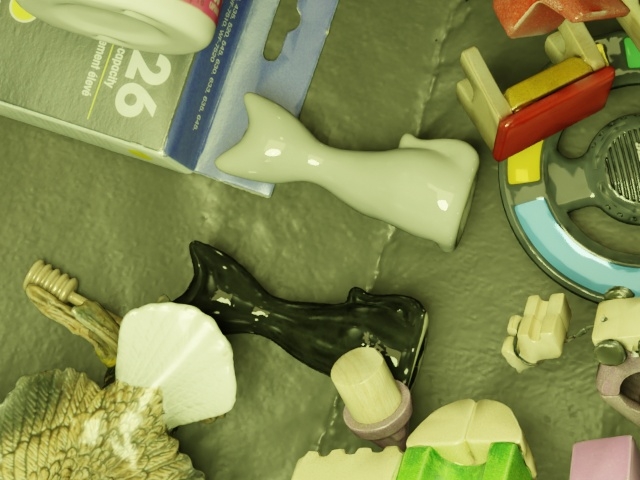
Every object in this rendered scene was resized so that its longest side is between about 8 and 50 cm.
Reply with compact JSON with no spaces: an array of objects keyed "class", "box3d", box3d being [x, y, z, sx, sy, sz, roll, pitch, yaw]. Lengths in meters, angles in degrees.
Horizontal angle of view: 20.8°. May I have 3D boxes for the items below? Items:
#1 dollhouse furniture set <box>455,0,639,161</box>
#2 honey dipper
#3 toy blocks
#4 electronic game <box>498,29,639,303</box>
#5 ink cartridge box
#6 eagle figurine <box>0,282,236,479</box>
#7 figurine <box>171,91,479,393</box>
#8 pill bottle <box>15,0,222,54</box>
[{"class":"dollhouse furniture set","box3d":[0.300,-0.177,1.298,0.374,0.201,0.152,-28,70,-10]},{"class":"honey dipper","box3d":[-0.168,0.065,1.431,0.160,0.030,0.030,27,85,7]},{"class":"toy blocks","box3d":[0.140,0.238,1.246,0.288,0.260,0.309,-8,38,26]},{"class":"electronic game","box3d":[0.257,-0.057,1.399,0.229,0.048,0.229,-1,81,5]},{"class":"ink cartridge box","box3d":[-0.141,-0.225,1.453,0.307,0.072,0.304,17,83,9]},{"class":"eagle figurine","box3d":[-0.186,0.194,1.316,0.226,0.225,0.298,5,43,30]},{"class":"figurine","box3d":[0.000,0.000,1.393,0.209,0.092,0.215,17,83,8]},{"class":"pill bottle","box3d":[-0.129,-0.300,1.349,0.160,0.160,0.283,12,83,7]}]
